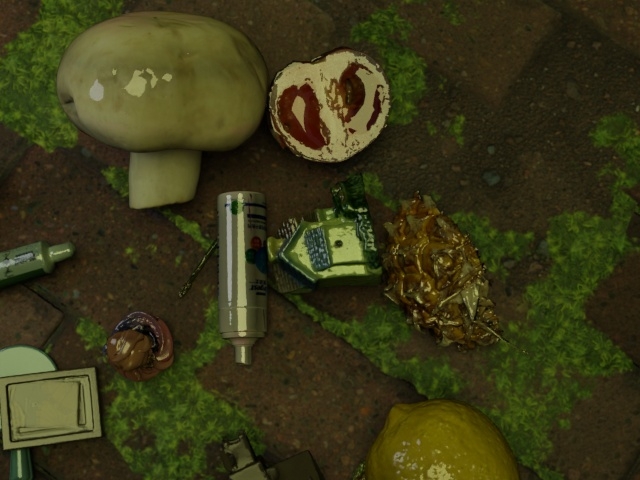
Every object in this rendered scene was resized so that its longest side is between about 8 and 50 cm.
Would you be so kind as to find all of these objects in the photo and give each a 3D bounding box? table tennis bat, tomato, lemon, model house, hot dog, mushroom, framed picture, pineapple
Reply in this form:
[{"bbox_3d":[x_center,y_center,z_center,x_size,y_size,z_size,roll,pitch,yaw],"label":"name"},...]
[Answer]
[{"bbox_3d":[-0.534,0.307,1.644,0.152,0.040,0.245,-6,79,-6],"label":"table tennis bat"},{"bbox_3d":[0.016,-0.236,1.692,0.227,0.112,0.199,-14,88,0],"label":"tomato"},{"bbox_3d":[0.205,0.402,1.513,0.253,0.253,0.311,-27,86,-4],"label":"lemon"},{"bbox_3d":[0.000,0.000,1.602,0.189,0.214,0.195,-13,83,-1],"label":"model house"},{"bbox_3d":[0.081,0.421,1.614,0.056,0.041,0.133,28,82,5],"label":"hot dog"},{"bbox_3d":[-0.094,0.427,1.528,0.211,0.204,0.244,-24,90,-3],"label":"model house"},{"bbox_3d":[-0.256,-0.241,1.588,0.325,0.353,0.354,-16,78,38],"label":"mushroom"},{"bbox_3d":[-0.473,0.293,1.629,0.168,0.023,0.128,-5,78,-15],"label":"framed picture"},{"bbox_3d":[0.200,0.071,1.600,0.161,0.158,0.335,-22,86,-16],"label":"pineapple"}]

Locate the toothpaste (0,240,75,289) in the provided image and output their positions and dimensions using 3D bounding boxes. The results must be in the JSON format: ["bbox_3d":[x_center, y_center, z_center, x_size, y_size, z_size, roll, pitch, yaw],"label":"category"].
[{"bbox_3d":[-0.628,0.071,1.674,0.391,0.061,0.099,-17,73,2],"label":"toothpaste"}]

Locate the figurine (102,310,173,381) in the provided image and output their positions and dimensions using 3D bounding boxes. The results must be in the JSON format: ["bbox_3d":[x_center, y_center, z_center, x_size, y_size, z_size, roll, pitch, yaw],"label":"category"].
[{"bbox_3d":[-0.321,0.195,1.612,0.126,0.157,0.114,4,102,-4],"label":"figurine"}]

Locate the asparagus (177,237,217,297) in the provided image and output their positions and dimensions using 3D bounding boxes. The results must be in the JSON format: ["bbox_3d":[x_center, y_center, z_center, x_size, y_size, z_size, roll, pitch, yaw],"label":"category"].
[{"bbox_3d":[-0.212,0.037,1.697,0.016,0.013,0.166,32,81,23],"label":"asparagus"}]

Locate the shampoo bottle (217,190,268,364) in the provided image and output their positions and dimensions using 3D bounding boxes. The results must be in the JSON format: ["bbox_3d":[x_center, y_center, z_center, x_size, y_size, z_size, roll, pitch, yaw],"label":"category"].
[{"bbox_3d":[-0.139,0.068,1.651,0.092,0.092,0.304,-1,79,0],"label":"shampoo bottle"}]
